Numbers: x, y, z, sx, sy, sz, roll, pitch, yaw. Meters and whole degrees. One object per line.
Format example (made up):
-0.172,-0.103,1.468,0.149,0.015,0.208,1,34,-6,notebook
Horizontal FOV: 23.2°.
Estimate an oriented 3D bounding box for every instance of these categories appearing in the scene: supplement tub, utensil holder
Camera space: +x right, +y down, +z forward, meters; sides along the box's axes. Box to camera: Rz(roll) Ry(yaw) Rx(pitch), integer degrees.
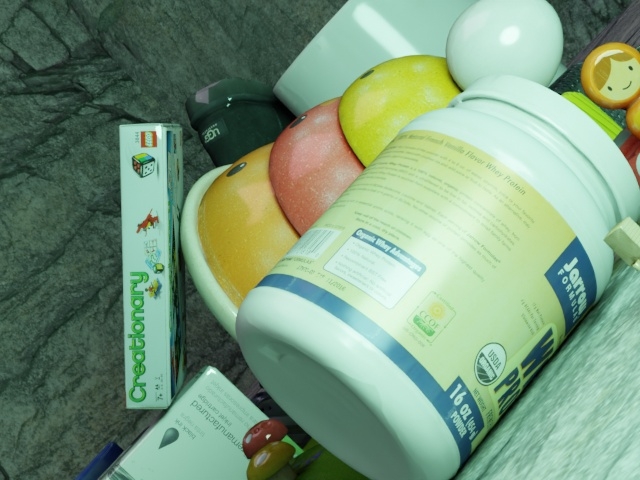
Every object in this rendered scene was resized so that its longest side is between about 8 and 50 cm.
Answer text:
0.105,0.032,1.329,0.316,0.228,0.228,-47,2,-20,supplement tub
0.174,-0.187,2.182,0.327,0.385,0.327,-46,1,1,utensil holder

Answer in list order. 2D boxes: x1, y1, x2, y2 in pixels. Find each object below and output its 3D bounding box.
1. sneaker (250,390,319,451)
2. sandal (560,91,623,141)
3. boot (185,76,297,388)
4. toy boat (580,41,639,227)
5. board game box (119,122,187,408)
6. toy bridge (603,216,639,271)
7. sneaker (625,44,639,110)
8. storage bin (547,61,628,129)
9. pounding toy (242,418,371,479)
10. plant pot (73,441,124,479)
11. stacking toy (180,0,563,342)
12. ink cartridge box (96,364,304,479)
-0.058,0.257,1.947,0.300,0.121,0.111,-48,1,-11,sneaker
0.258,-0.060,1.651,0.138,0.126,0.317,-50,-2,27,sandal
-0.002,0.000,2.272,0.367,0.445,0.146,0,-26,-48,boot
0.294,-0.115,1.380,0.151,0.151,0.231,-48,2,-24,toy boat
-0.185,0.022,1.743,0.193,0.053,0.305,-76,-14,-86,board game box
0.285,-0.034,1.194,0.188,0.063,0.026,-46,1,-34,toy bridge
0.452,-0.243,1.926,0.234,0.078,0.106,-43,-1,5,sneaker
0.296,-0.117,1.922,0.084,0.122,0.180,-47,2,-43,storage bin
-0.052,0.250,1.535,0.237,0.110,0.183,-39,4,-32,pounding toy
-0.311,0.453,2.117,0.236,0.212,0.236,-45,2,18,plant pot
0.101,-0.085,1.700,0.480,0.350,0.350,-50,0,31,stacking toy
-0.146,0.303,1.732,0.273,0.198,0.115,-47,3,-8,ink cartridge box
